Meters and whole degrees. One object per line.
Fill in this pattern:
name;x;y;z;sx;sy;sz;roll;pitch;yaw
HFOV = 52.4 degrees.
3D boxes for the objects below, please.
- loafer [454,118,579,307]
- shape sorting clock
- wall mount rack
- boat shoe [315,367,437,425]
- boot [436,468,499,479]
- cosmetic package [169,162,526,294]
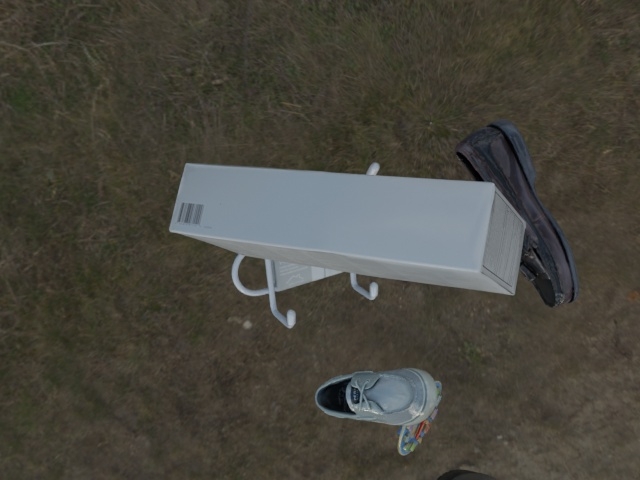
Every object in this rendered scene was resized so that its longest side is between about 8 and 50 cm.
loafer;0.292;-0.030;0.990;0.095;0.109;0.302;-24;94;-12
shape sorting clock;0.254;0.448;1.640;0.040;0.206;0.206;25;104;25
wall mount rack;0.000;0.000;1.297;0.350;0.130;0.304;-16;114;-26
boat shoe;0.071;0.228;0.938;0.081;0.227;0.079;8;72;-32
boot;0.223;0.356;0.789;0.223;0.338;0.118;-7;76;38
cosmetic package;0.016;-0.012;0.473;0.239;0.099;0.060;7;79;29
